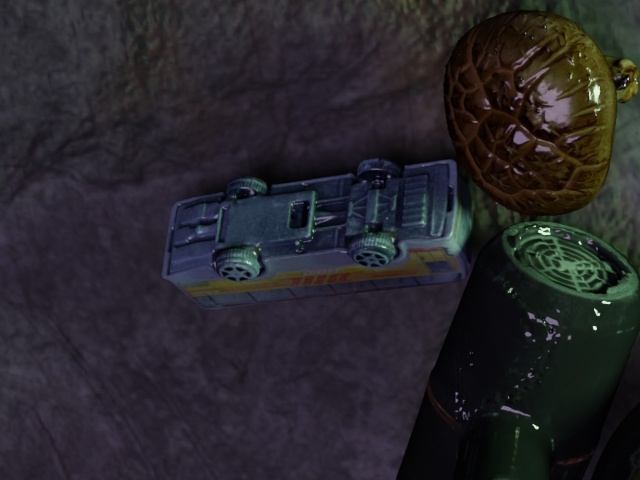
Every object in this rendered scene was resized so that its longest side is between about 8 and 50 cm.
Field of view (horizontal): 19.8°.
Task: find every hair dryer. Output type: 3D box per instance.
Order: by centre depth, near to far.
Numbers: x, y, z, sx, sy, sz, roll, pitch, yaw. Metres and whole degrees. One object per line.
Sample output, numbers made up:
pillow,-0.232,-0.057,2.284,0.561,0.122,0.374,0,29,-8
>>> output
hair dryer,0.100,0.139,0.964,0.107,0.352,0.189,17,117,1

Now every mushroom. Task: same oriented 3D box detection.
mushroom,0.118,-0.069,1.015,0.109,0.085,0.126,3,125,17

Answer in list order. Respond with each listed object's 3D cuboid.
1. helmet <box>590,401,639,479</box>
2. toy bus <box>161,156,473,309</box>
helmet,0.279,0.174,0.998,0.279,0.160,0.230,-38,108,22
toy bus,0.000,0.000,1.095,0.191,0.064,0.075,-7,148,22
